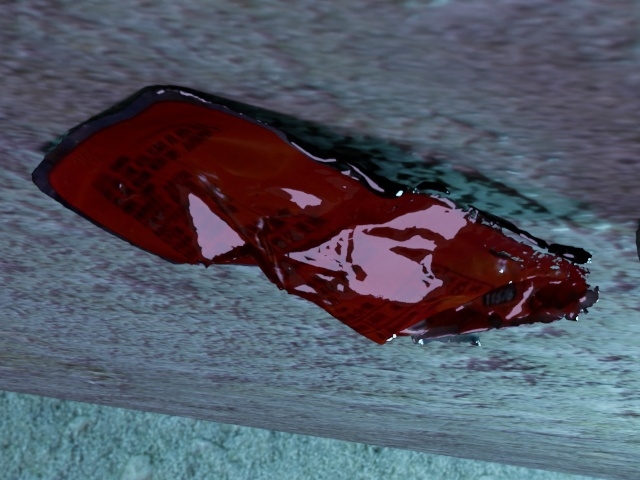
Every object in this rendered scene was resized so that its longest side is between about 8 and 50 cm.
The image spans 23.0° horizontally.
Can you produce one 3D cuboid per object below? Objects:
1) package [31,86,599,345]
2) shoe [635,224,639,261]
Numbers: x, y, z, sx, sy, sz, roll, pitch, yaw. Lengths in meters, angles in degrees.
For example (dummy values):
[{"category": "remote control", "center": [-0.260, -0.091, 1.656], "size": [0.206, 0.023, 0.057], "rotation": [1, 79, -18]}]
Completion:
[{"category": "package", "center": [0.000, 0.000, 0.803], "size": [0.269, 0.071, 0.194], "rotation": [18, 151, -26]}, {"category": "shoe", "center": [0.195, 0.037, 0.761], "size": [0.071, 0.099, 0.169], "rotation": [6, 170, -1]}]
